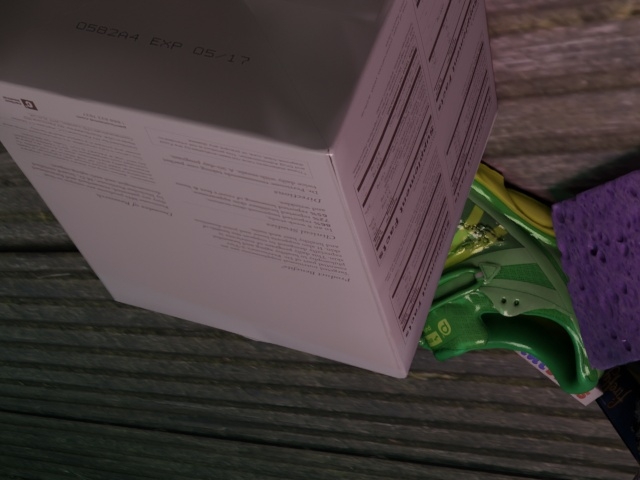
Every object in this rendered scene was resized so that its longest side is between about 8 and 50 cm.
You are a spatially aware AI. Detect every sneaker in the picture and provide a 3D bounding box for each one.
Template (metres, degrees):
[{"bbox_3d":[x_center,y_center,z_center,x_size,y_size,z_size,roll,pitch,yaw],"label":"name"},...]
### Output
[{"bbox_3d":[0.089,0.015,1.032,0.295,0.123,0.109,25,158,-6],"label":"sneaker"}]

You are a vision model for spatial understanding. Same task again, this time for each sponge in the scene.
[{"bbox_3d":[0.222,0.009,0.915,0.031,0.117,0.210,-10,172,-26],"label":"sponge"}]

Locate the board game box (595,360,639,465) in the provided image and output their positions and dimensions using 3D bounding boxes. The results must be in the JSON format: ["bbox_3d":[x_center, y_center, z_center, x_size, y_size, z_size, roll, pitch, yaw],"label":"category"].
[{"bbox_3d":[0.310,0.174,1.130,0.165,0.042,0.243,27,-167,-12],"label":"board game box"}]

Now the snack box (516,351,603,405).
[{"bbox_3d":[0.157,0.064,1.165,0.022,0.064,0.178,-38,126,21],"label":"snack box"}]

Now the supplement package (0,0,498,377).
[{"bbox_3d":[-0.030,-0.082,0.820,0.199,0.198,0.262,14,156,18],"label":"supplement package"}]

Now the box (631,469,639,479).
[{"bbox_3d":[0.349,0.220,0.933,0.322,0.232,0.058,40,121,12],"label":"box"}]
